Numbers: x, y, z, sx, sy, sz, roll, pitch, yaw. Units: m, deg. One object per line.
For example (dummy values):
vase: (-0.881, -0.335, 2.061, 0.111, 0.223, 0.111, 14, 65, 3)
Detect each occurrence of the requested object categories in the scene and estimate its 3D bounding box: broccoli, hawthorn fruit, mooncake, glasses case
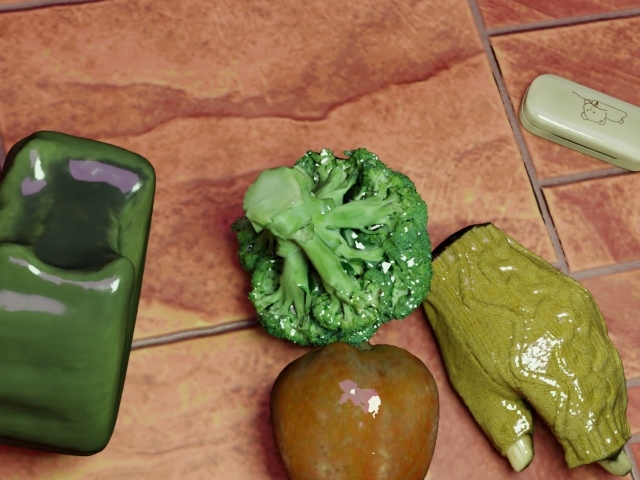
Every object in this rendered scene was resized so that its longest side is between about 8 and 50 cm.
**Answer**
broccoli: (0.000, 0.000, 1.856, 0.270, 0.270, 0.269, -14, 61, 26)
hawthorn fruit: (0.041, 0.241, 1.796, 0.200, 0.199, 0.251, 2, 78, -10)
mooncake: (-0.293, 0.061, 1.726, 0.187, 0.351, 0.351, 8, 65, -6)
glasses case: (0.366, -0.159, 2.107, 0.196, 0.050, 0.083, 20, 61, -2)

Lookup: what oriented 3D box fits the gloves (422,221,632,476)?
gloves: (0.258, 0.140, 1.891, 0.203, 0.155, 0.356, -33, 79, -19)
